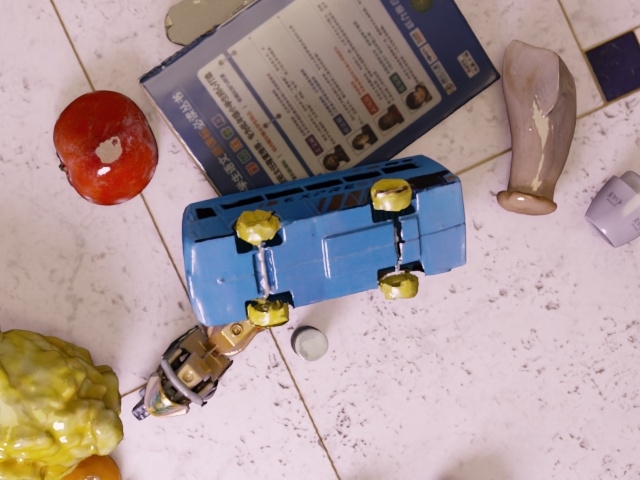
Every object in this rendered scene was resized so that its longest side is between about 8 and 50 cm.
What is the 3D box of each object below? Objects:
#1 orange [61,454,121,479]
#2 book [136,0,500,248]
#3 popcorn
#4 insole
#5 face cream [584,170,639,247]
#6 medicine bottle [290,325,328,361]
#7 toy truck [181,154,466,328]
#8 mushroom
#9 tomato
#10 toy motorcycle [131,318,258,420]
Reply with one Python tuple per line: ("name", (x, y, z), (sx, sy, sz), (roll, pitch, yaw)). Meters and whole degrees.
("orange", (-0.315, 0.326, 1.888), (0.086, 0.062, 0.086), (0, 87, -9))
("book", (0.005, -0.221, 1.909), (0.428, 0.039, 0.300), (-36, 107, -5))
("popcorn", (-0.387, 0.230, 1.803), (0.250, 0.242, 0.235), (11, 80, -19))
("insole", (-0.096, -0.320, 1.943), (0.248, 0.011, 0.081), (-9, 93, -7))
("face cream", (0.431, -0.044, 1.963), (0.095, 0.091, 0.091), (-44, 94, 2))
("medicine bottle", (-0.016, 0.142, 1.912), (0.047, 0.083, 0.047), (0, 89, -6))
("toy truck", (0.000, 0.000, 1.849), (0.385, 0.162, 0.161), (-14, 115, -13))
("mushroom", (0.308, -0.158, 1.949), (0.108, 0.096, 0.247), (1, 93, -32))
("tomato", (-0.293, -0.129, 1.880), (0.139, 0.091, 0.159), (-22, 90, -7))
("toy motorcycle", (-0.163, 0.168, 1.872), (0.229, 0.130, 0.094), (-42, 93, -5))
